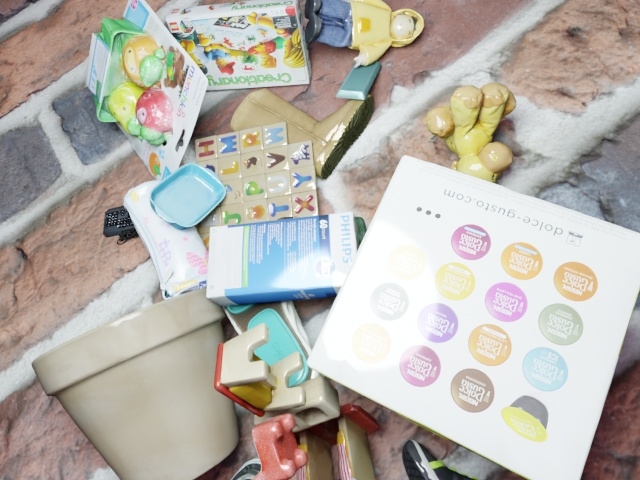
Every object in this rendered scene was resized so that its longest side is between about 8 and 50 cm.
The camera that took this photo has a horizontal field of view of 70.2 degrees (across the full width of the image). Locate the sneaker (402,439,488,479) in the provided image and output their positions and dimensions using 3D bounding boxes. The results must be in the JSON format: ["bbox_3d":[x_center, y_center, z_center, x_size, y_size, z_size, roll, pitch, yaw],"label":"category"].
[{"bbox_3d":[0.238,0.428,0.769,0.097,0.084,0.235,-31,69,-25],"label":"sneaker"}]

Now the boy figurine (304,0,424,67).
[{"bbox_3d":[0.106,-0.491,1.057,0.285,0.092,0.177,0,96,-18],"label":"boy figurine"}]

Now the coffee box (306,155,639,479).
[{"bbox_3d":[0.226,0.133,0.722,0.337,0.338,0.334,23,77,18],"label":"coffee box"}]

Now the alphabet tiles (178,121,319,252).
[{"bbox_3d":[-0.174,-0.112,1.020,0.342,0.011,0.285,-8,80,15],"label":"alphabet tiles"}]

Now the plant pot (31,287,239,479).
[{"bbox_3d":[-0.285,0.272,0.809,0.323,0.323,0.280,-25,84,1],"label":"plant pot"}]

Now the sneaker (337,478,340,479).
[{"bbox_3d":[0.001,0.516,0.768,0.121,0.079,0.217,-1,72,9],"label":"sneaker"}]

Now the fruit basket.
[{"bbox_3d":[-0.398,-0.326,1.033,0.353,0.165,0.327,56,132,25],"label":"fruit basket"}]

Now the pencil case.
[{"bbox_3d":[-0.321,0.006,0.974,0.124,0.113,0.273,-15,69,-38],"label":"pencil case"}]

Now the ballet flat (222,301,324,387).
[{"bbox_3d":[-0.100,0.145,0.885,0.139,0.139,0.400,-30,51,-1],"label":"ballet flat"}]

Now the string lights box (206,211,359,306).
[{"bbox_3d":[-0.062,0.035,0.802,0.259,0.077,0.133,-5,68,9],"label":"string lights box"}]

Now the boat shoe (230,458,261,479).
[{"bbox_3d":[-0.198,0.532,0.778,0.121,0.119,0.335,27,77,18],"label":"boat shoe"}]

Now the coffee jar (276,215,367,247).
[{"bbox_3d":[0.000,0.000,0.918,0.184,0.079,0.096,1,51,-11],"label":"coffee jar"}]

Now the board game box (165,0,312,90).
[{"bbox_3d":[-0.186,-0.460,1.085,0.305,0.193,0.053,0,53,11],"label":"board game box"}]

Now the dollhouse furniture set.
[{"bbox_3d":[-0.037,0.311,0.641,0.152,0.374,0.201,-26,41,16],"label":"dollhouse furniture set"}]

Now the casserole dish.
[{"bbox_3d":[-0.282,-0.091,0.967,0.114,0.037,0.188,40,42,-6],"label":"casserole dish"}]

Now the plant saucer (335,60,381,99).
[{"bbox_3d":[0.091,-0.375,1.050,0.067,0.018,0.192,10,43,13],"label":"plant saucer"}]

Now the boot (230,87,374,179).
[{"bbox_3d":[-0.044,-0.293,1.059,0.269,0.089,0.236,33,79,21],"label":"boot"}]

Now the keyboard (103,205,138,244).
[{"bbox_3d":[-0.426,-0.053,1.072,0.192,0.038,0.100,-12,69,7],"label":"keyboard"}]

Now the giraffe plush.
[{"bbox_3d":[0.307,-0.183,0.908,0.181,0.210,0.170,-10,73,-19],"label":"giraffe plush"}]
